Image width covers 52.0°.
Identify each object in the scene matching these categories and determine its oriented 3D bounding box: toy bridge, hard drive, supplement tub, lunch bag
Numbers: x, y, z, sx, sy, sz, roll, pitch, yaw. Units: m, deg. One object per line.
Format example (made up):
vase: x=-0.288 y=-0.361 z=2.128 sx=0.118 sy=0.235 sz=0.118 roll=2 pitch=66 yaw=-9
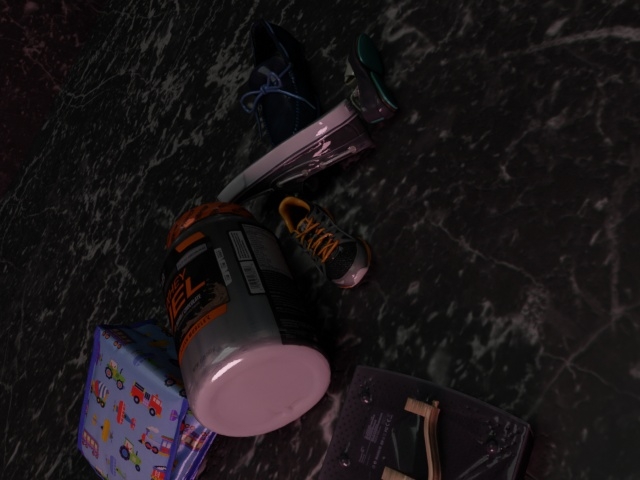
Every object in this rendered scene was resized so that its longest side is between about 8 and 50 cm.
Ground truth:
toy bridge: x=0.099 y=0.268 z=0.724 sx=0.063 sy=0.026 sz=0.188 roll=9 pitch=75 yaw=45
hard drive: x=0.120 y=0.255 z=0.774 sx=0.254 sy=0.054 sz=0.172 roll=8 pitch=74 yaw=47
supplement tub: x=-0.127 y=0.104 z=1.001 sx=0.207 sy=0.207 sz=0.338 roll=-46 pitch=42 yaw=17
lunch bag: x=-0.295 y=0.312 z=1.076 sx=0.221 sy=0.138 sz=0.293 roll=30 pitch=103 yaw=28

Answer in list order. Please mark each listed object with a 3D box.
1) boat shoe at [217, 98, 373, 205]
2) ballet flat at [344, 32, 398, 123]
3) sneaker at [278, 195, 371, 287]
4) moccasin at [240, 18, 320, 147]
boat shoe: x=-0.046 y=-0.120 z=1.127 sx=0.301 sy=0.102 sz=0.108 roll=-31 pitch=11 yaw=22
ballet flat: x=0.074 y=-0.273 z=1.121 sx=0.074 sy=0.074 sz=0.203 roll=-35 pitch=49 yaw=27
sneaker: x=0.000 y=0.000 z=1.026 sx=0.084 sy=0.083 sz=0.215 roll=-53 pitch=42 yaw=6
moccasin: x=-0.095 y=-0.295 z=1.268 sx=0.137 sy=0.116 sz=0.342 roll=-38 pitch=45 yaw=24
